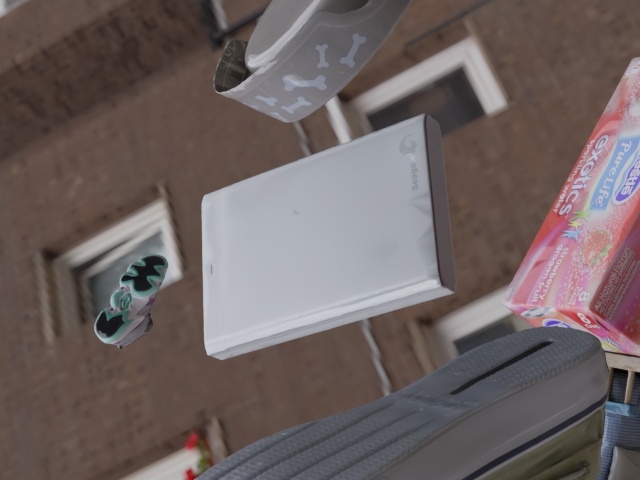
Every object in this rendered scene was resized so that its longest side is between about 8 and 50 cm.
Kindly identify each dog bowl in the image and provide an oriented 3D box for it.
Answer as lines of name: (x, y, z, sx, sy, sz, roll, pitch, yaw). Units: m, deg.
dog bowl: (0.007, -0.303, 1.759, 0.102, 0.349, 0.349, 37, -159, -20)

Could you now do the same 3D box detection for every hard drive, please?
hard drive: (0.000, 0.000, 1.498, 0.040, 0.307, 0.203, 28, -129, -50)

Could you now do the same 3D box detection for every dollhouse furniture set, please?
dollhouse furniture set: (0.186, 0.148, 1.072, 0.183, 0.129, 0.129, 9, -93, -35)

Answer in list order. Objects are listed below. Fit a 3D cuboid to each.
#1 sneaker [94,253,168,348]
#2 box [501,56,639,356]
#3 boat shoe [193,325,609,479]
sneaker: (-0.174, 0.061, 1.302, 0.038, 0.098, 0.069, 36, 174, 22)
box: (0.327, -0.026, 1.291, 0.142, 0.300, 0.154, 35, 167, -20)
boat shoe: (0.046, 0.139, 0.725, 0.109, 0.302, 0.094, 10, 117, 60)
